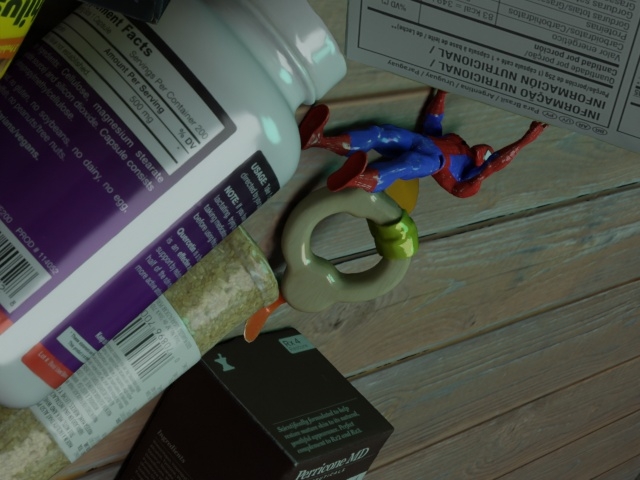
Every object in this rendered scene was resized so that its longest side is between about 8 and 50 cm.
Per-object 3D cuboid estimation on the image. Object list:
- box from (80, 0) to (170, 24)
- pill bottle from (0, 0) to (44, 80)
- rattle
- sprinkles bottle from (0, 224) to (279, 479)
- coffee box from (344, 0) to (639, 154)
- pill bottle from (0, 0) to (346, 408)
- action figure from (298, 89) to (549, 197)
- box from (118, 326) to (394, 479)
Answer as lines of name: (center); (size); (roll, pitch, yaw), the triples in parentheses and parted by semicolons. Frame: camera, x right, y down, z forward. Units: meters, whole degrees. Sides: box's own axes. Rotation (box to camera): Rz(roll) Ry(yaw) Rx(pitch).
box: (-0.046, -0.306, 0.732); (0.295, 0.073, 0.293); (106, 2, -48)
pill bottle: (-0.217, -0.141, 0.833); (0.117, 0.117, 0.215); (-1, 131, -56)
rattle: (0.000, 0.000, 1.473); (0.130, 0.143, 0.199); (31, 122, -32)
sprinkles bottle: (-0.202, 0.108, 1.221); (0.355, 0.121, 0.121); (-39, 154, -14)
coffee box: (0.232, -0.279, 0.916); (0.334, 0.338, 0.338); (92, 20, -56)
pill bottle: (-0.142, -0.052, 1.004); (0.323, 0.181, 0.181); (-42, 155, -7)
action figure: (0.111, -0.105, 1.407); (0.139, 0.091, 0.280); (-46, 156, 23)
box: (-0.070, 0.225, 1.540); (0.168, 0.167, 0.203); (-9, 137, -51)
